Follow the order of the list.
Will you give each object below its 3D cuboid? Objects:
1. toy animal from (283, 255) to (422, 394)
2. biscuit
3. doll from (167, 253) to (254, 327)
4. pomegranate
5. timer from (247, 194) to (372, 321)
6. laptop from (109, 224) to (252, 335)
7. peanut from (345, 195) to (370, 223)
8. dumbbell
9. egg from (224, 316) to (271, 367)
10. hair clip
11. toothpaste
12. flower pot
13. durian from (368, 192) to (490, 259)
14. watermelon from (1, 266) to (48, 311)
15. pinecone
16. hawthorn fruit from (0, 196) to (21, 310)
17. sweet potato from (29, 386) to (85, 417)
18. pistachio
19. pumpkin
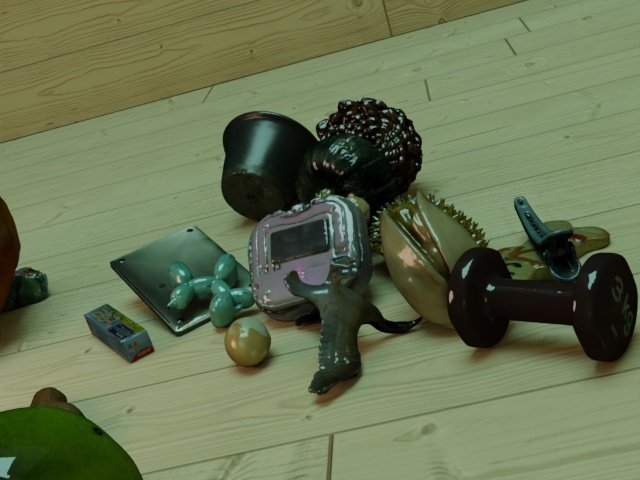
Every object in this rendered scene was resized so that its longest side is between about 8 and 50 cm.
[{"bbox_3d":[0.045,0.105,1.449,0.197,0.160,0.272,-13,28,3],"label":"toy animal"},{"bbox_3d":[0.338,0.027,1.559,0.234,0.030,0.153,-28,22,-29],"label":"biscuit"},{"bbox_3d":[-0.182,0.088,1.717,0.159,0.059,0.158,-4,36,-2],"label":"doll"},{"bbox_3d":[-0.368,0.296,1.152,0.310,0.216,0.358,-26,21,-13],"label":"pomegranate"},{"bbox_3d":[-0.022,0.027,1.636,0.208,0.069,0.190,-18,61,21],"label":"timer"},{"bbox_3d":[-0.243,0.063,1.823,0.188,0.015,0.269,-26,40,-26],"label":"laptop"},{"bbox_3d":[0.000,0.000,1.733,0.207,0.087,0.087,-40,15,16],"label":"peanut"},{"bbox_3d":[0.286,0.080,1.308,0.225,0.140,0.124,3,47,39],"label":"dumbbell"},{"bbox_3d":[-0.110,0.155,1.520,0.071,0.071,0.083,-18,24,-4],"label":"egg"},{"bbox_3d":[0.335,-0.011,1.542,0.048,0.083,0.275,-20,15,2],"label":"hair clip"},{"bbox_3d":[-0.340,0.153,1.737,0.070,0.044,0.193,-27,23,-24],"label":"toothpaste"},{"bbox_3d":[-0.120,-0.138,2.119,0.235,0.235,0.148,-4,44,30],"label":"flower pot"},{"bbox_3d":[0.173,-0.016,1.664,0.183,0.138,0.250,-29,16,-7],"label":"durian"},{"bbox_3d":[-0.645,0.092,2.105,0.187,0.071,0.139,-12,17,13],"label":"watermelon"},{"bbox_3d":[0.100,-0.167,2.007,0.221,0.221,0.221,-15,21,6],"label":"pinecone"},{"bbox_3d":[-0.791,0.024,1.875,0.472,0.471,0.472,-15,21,6],"label":"hawthorn fruit"},{"bbox_3d":[-0.389,0.261,1.489,0.065,0.051,0.218,-25,21,-26],"label":"sweet potato"},{"bbox_3d":[0.166,0.030,1.471,0.144,0.144,0.215,-21,62,-11],"label":"pistachio"},{"bbox_3d":[0.047,-0.090,1.825,0.212,0.211,0.152,7,39,47],"label":"pumpkin"}]
